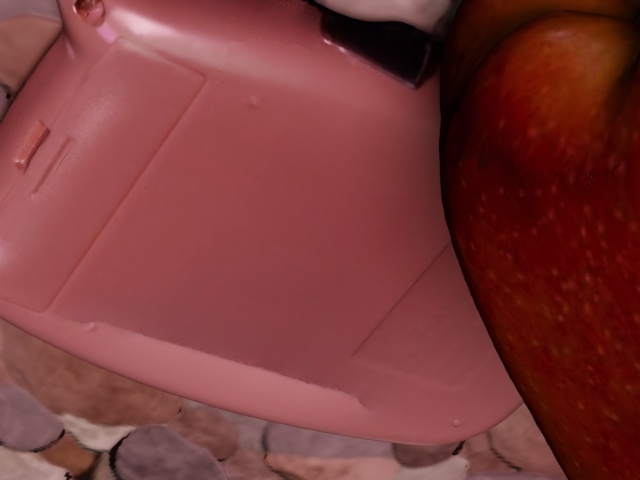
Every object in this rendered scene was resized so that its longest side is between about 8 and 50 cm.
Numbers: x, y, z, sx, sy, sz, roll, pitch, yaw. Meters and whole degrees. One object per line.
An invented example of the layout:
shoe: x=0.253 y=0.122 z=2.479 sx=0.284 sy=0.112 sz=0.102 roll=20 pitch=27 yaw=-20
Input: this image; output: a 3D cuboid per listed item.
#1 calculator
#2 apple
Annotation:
calculator: x=0.000 y=0.000 z=0.798 sx=0.329 sy=0.048 sz=0.220 roll=20 pitch=125 yaw=-27
apple: x=0.198 y=0.000 z=0.670 sx=0.288 sy=0.288 sz=0.317 roll=-34 pitch=114 yaw=22
